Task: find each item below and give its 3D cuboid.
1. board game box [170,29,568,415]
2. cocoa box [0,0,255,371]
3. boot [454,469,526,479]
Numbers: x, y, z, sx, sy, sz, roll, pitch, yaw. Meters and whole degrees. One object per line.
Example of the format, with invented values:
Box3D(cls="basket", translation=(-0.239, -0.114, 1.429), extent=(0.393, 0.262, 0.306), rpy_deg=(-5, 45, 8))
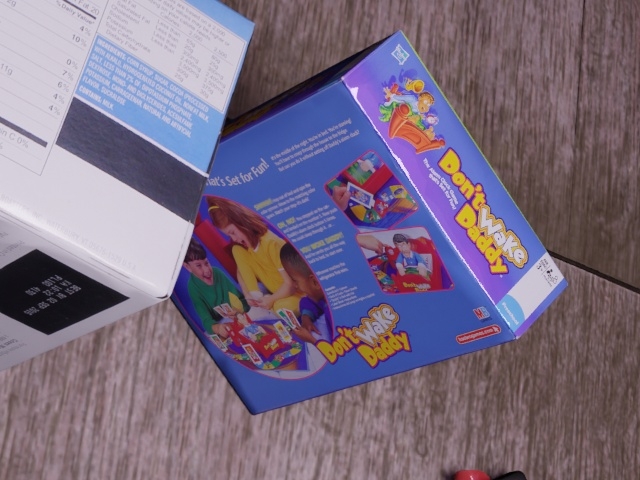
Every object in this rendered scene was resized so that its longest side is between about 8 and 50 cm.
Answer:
Box3D(cls="board game box", translation=(0.000, 0.000, 1.377), extent=(0.078, 0.347, 0.233), rpy_deg=(-42, 103, -38))
Box3D(cls="cocoa box", translation=(-0.250, -0.065, 1.209), extent=(0.231, 0.347, 0.228), rpy_deg=(30, 60, -26))
Box3D(cls="boot", translation=(0.133, 0.311, 1.553), extent=(0.244, 0.088, 0.176), rpy_deg=(-29, 94, -47))
